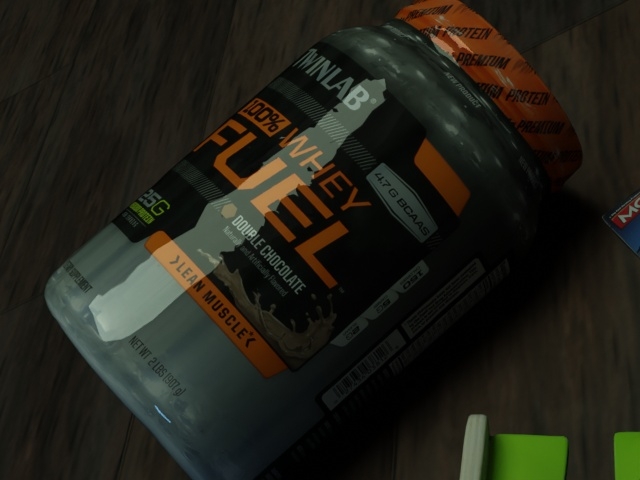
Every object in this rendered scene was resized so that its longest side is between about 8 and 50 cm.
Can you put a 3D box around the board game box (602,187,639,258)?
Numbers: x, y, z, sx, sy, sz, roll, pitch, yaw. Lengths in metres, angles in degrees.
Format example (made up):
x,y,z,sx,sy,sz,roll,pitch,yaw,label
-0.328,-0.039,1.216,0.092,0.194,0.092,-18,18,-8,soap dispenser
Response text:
x,y,z,sx,sy,sz,roll,pitch,yaw,label
0.279,-0.034,1.023,0.194,0.060,0.194,-36,27,4,board game box

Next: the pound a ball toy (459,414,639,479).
x,y,z,sx,sy,sz,roll,pitch,yaw,label
0.157,0.228,0.739,0.208,0.136,0.319,-1,38,11,pound a ball toy

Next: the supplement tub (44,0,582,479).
x,y,z,sx,sy,sz,roll,pitch,yaw,label
0.000,0.000,1.142,0.338,0.207,0.207,-42,28,-7,supplement tub
